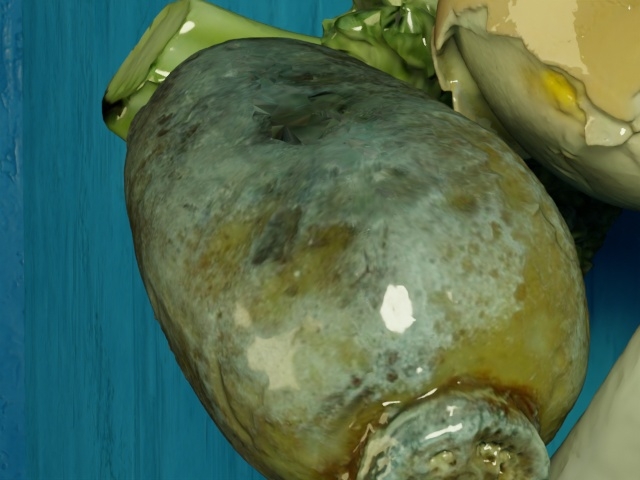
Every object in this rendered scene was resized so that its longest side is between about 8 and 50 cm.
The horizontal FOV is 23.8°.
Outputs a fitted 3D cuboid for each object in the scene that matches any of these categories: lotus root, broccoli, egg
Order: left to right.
[{"bbox_3d":[0.001,-0.002,0.676,0.349,0.175,0.175,49,135,52],"label":"lotus root"},{"bbox_3d":[0.046,-0.057,0.932,0.338,0.317,0.277,20,82,40],"label":"broccoli"},{"bbox_3d":[0.167,-0.121,0.692,0.244,0.201,0.201,-59,15,-18],"label":"egg"}]

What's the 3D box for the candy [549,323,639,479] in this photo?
[{"bbox_3d":[0.192,0.120,0.617,0.208,0.145,0.358,40,137,16],"label":"candy"}]
